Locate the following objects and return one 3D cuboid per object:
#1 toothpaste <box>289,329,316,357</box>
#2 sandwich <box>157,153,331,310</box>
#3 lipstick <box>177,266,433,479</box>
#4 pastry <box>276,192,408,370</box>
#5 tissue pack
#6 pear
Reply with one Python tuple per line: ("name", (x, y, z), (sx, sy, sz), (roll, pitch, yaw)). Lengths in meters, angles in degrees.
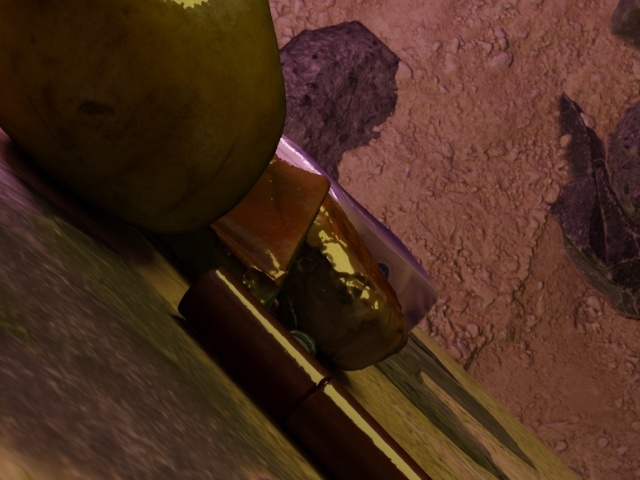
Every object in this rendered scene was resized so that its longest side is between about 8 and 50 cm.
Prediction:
("toothpaste", (-0.032, 0.107, 1.113), (0.062, 0.037, 0.216), (44, 8, 5))
("sandwich", (-0.062, -0.028, 1.268), (0.212, 0.063, 0.245), (-13, 48, -43))
("lipstick", (0.025, 0.158, 0.950), (0.356, 0.057, 0.057), (44, 3, 18))
("pastry", (0.003, 0.045, 1.448), (0.236, 0.120, 0.257), (59, 7, 11))
("tissue pack", (0.000, 0.000, 1.771), (0.242, 0.160, 0.338), (46, 5, 38))
("pear", (-0.152, -0.145, 1.066), (0.269, 0.269, 0.321), (45, -11, 26))
